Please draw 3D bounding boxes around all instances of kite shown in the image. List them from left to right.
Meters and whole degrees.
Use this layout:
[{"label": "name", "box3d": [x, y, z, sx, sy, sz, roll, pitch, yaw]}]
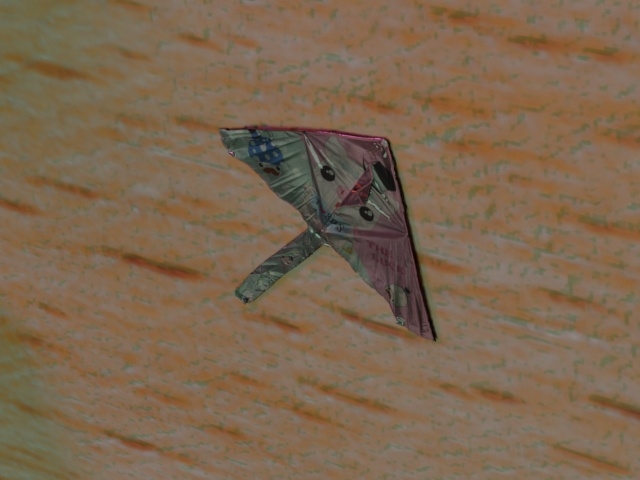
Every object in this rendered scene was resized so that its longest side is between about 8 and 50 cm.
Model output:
[{"label": "kite", "box3d": [0.000, 0.000, 0.883, 0.137, 0.005, 0.152, 44, 142, 8]}]
